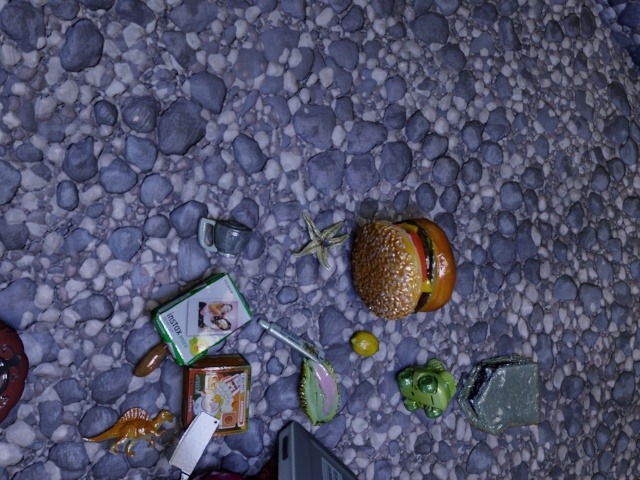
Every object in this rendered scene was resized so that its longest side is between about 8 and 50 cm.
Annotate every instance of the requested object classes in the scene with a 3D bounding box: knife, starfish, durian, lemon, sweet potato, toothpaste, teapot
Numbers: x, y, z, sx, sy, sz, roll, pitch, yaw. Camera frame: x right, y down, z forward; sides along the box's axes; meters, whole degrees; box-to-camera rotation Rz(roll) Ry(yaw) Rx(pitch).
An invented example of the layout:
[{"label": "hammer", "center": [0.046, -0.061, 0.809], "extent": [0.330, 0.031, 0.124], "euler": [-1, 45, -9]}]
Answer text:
[{"label": "knife", "center": [-0.356, 0.575, 1.216], "extent": [0.072, 0.019, 0.245], "euler": [31, 69, -8]}, {"label": "starfish", "center": [-0.001, 0.000, 1.510], "extent": [0.223, 0.050, 0.217], "euler": [-27, 95, -32]}, {"label": "durian", "center": [-0.014, 0.478, 1.491], "extent": [0.137, 0.095, 0.220], "euler": [11, 63, -43]}, {"label": "lemon", "center": [0.147, 0.348, 1.564], "extent": [0.111, 0.082, 0.082], "euler": [25, 82, -21]}, {"label": "sweet potato", "center": [-0.455, 0.302, 1.330], "extent": [0.050, 0.050, 0.214], "euler": [40, 73, -19]}, {"label": "toothpaste", "center": [-0.090, 0.319, 1.476], "extent": [0.255, 0.067, 0.037], "euler": [34, 116, -13]}, {"label": "teapot", "center": [-0.282, -0.003, 1.362], "extent": [0.149, 0.111, 0.108], "euler": [11, 101, -28]}]

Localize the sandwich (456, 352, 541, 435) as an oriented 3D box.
[{"label": "sandwich", "center": [0.685, 0.590, 1.768], "extent": [0.325, 0.131, 0.262], "euler": [-4, 94, -22]}]

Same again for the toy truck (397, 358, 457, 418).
[{"label": "toy truck", "center": [0.387, 0.503, 1.610], "extent": [0.210, 0.187, 0.148], "euler": [-21, 105, -21]}]

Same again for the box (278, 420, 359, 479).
[{"label": "box", "center": [0.022, 0.765, 1.371], "extent": [0.090, 0.367, 0.373], "euler": [-40, 107, 9]}]

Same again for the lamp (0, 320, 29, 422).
[{"label": "lamp", "center": [-0.833, 0.312, 1.051], "extent": [0.303, 0.257, 0.303], "euler": [24, 62, -57]}]

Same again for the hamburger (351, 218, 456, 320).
[{"label": "hamburger", "center": [0.251, 0.085, 1.473], "extent": [0.250, 0.330, 0.330], "euler": [-2, 92, -20]}]

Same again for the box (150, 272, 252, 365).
[{"label": "box", "center": [-0.340, 0.219, 1.323], "extent": [0.250, 0.103, 0.180], "euler": [-34, 104, -31]}]

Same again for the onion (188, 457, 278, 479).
[{"label": "onion", "center": [-0.226, 0.806, 1.318], "extent": [0.420, 0.398, 0.398], "euler": [-26, 105, -65]}]

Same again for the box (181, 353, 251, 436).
[{"label": "box", "center": [-0.303, 0.443, 1.340], "extent": [0.177, 0.148, 0.195], "euler": [4, 90, -22]}]

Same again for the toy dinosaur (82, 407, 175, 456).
[{"label": "toy dinosaur", "center": [-0.531, 0.527, 1.298], "extent": [0.212, 0.057, 0.142], "euler": [28, 69, -22]}]
